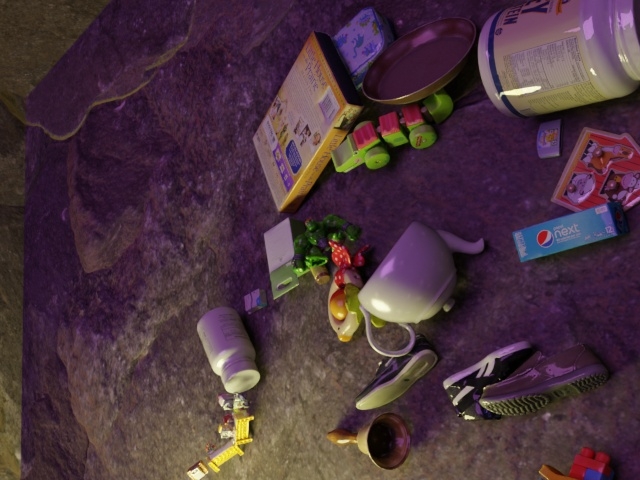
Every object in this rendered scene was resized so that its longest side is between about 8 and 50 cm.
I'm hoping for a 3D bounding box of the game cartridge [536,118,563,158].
[{"bbox_3d":[0.496,-0.219,1.667,0.056,0.017,0.083,-8,71,48],"label":"game cartridge"}]

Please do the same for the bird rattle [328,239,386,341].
[{"bbox_3d":[0.063,0.131,1.923,0.253,0.143,0.207,58,135,43],"label":"bird rattle"}]

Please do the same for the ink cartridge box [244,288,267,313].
[{"bbox_3d":[-0.194,0.178,2.235,0.083,0.028,0.048,-30,56,36],"label":"ink cartridge box"}]

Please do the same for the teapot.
[{"bbox_3d":[0.215,0.099,1.725,0.187,0.252,0.256,38,135,4],"label":"teapot"}]

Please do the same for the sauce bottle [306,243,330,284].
[{"bbox_3d":[-0.014,0.060,2.079,0.042,0.042,0.128,-46,50,25],"label":"sauce bottle"}]

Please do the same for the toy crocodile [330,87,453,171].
[{"bbox_3d":[0.175,-0.273,1.922,0.340,0.105,0.115,-24,59,20],"label":"toy crocodile"}]

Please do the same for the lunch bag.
[{"bbox_3d":[0.106,-0.511,2.113,0.219,0.090,0.176,-36,52,32],"label":"lunch bag"}]

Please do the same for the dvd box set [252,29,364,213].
[{"bbox_3d":[-0.048,-0.326,2.155,0.420,0.062,0.308,-55,44,38],"label":"dvd box set"}]

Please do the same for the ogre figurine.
[{"bbox_3d":[0.000,0.000,2.043,0.197,0.096,0.118,-49,40,14],"label":"ogre figurine"}]

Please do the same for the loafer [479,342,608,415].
[{"bbox_3d":[0.429,0.271,1.506,0.251,0.094,0.087,-22,50,17],"label":"loafer"}]

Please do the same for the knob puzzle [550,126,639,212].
[{"bbox_3d":[0.572,-0.129,1.547,0.213,0.030,0.213,-17,65,41],"label":"knob puzzle"}]

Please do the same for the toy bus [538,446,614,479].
[{"bbox_3d":[0.448,0.479,1.400,0.220,0.149,0.212,2,65,49],"label":"toy bus"}]

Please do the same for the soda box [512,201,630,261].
[{"bbox_3d":[0.499,-0.016,1.544,0.210,0.071,0.067,-20,82,40],"label":"soda box"}]

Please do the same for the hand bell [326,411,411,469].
[{"bbox_3d":[0.087,0.467,1.812,0.242,0.126,0.126,-17,64,54],"label":"hand bell"}]

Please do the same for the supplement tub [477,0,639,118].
[{"bbox_3d":[0.510,-0.388,1.549,0.324,0.235,0.236,-8,71,44],"label":"supplement tub"}]

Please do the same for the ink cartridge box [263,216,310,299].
[{"bbox_3d":[-0.089,0.054,2.144,0.109,0.062,0.209,-31,56,35],"label":"ink cartridge box"}]

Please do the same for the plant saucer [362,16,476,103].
[{"bbox_3d":[0.248,-0.433,1.894,0.310,0.050,0.311,-26,34,20],"label":"plant saucer"}]

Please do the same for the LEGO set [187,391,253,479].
[{"bbox_3d":[-0.272,0.533,2.136,0.287,0.132,0.107,-63,34,19],"label":"LEGO set"}]

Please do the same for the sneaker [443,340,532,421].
[{"bbox_3d":[0.366,0.303,1.591,0.217,0.079,0.121,-38,63,32],"label":"sneaker"}]

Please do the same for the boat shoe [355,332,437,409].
[{"bbox_3d":[0.168,0.309,1.783,0.233,0.084,0.079,-44,46,19],"label":"boat shoe"}]

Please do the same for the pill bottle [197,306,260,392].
[{"bbox_3d":[-0.257,0.311,2.180,0.131,0.131,0.229,-50,47,22],"label":"pill bottle"}]
